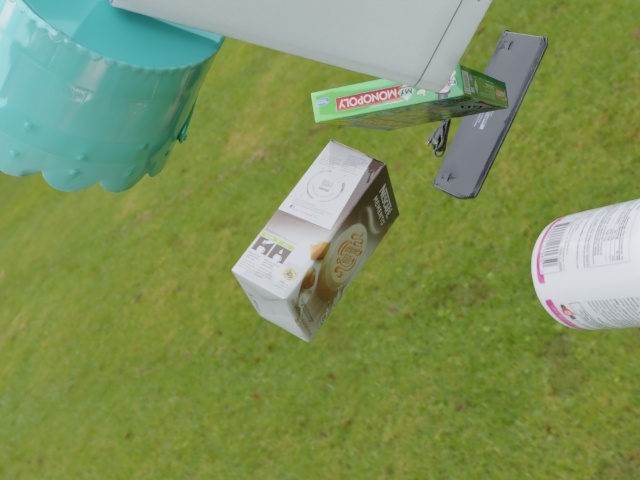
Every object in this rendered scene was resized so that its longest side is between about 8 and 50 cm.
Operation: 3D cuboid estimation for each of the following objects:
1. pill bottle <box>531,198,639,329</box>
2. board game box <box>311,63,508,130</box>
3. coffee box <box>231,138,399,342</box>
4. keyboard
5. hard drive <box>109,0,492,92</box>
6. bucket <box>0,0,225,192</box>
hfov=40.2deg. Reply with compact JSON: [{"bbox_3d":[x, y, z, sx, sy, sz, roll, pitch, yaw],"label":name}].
[{"bbox_3d":[0.410,0.026,1.078,0.160,0.160,0.283,-61,18,-20],"label":"pill bottle"},{"bbox_3d":[0.146,-0.209,1.312,0.214,0.046,0.317,-8,2,23],"label":"board game box"},{"bbox_3d":[0.000,0.000,1.245,0.098,0.141,0.246,26,69,26],"label":"coffee box"},{"bbox_3d":[0.290,-0.233,1.599,0.201,0.033,0.317,34,100,56],"label":"keyboard"},{"bbox_3d":[0.011,-0.278,0.802,0.233,0.353,0.047,-63,31,32],"label":"hard drive"},{"bbox_3d":[-0.238,-0.206,0.884,0.183,0.281,0.281,-45,21,41],"label":"bucket"}]
